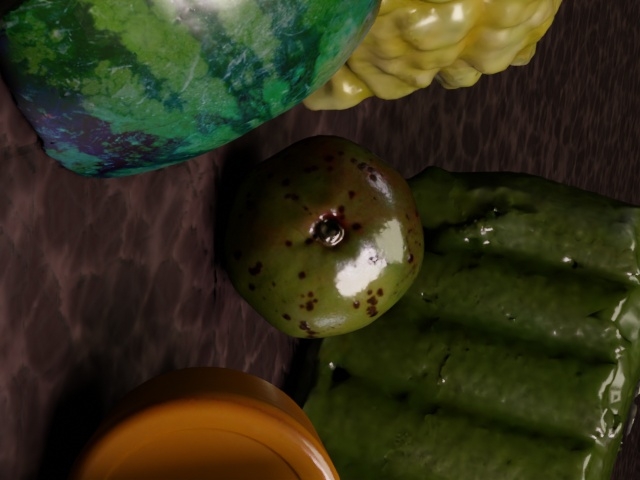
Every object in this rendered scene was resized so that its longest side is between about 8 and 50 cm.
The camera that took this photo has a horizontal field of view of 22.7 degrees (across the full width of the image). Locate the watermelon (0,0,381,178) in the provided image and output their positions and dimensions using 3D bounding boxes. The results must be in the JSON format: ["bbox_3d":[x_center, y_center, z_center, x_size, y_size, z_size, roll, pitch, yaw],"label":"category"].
[{"bbox_3d":[-0.061,-0.082,0.703,0.146,0.128,0.231,-54,155,-18],"label":"watermelon"}]

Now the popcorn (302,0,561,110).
[{"bbox_3d":[0.050,-0.189,0.839,0.256,0.195,0.255,-34,140,-65],"label":"popcorn"}]

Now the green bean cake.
[{"bbox_3d":[0.110,0.136,1.145,0.319,0.218,0.335,73,37,-67],"label":"green bean cake"}]

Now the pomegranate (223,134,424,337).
[{"bbox_3d":[0.000,0.000,0.906,0.142,0.114,0.114,143,-41,-81],"label":"pomegranate"}]

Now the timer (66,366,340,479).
[{"bbox_3d":[-0.056,0.108,0.796,0.152,0.132,0.132,-96,-172,-72],"label":"timer"}]
